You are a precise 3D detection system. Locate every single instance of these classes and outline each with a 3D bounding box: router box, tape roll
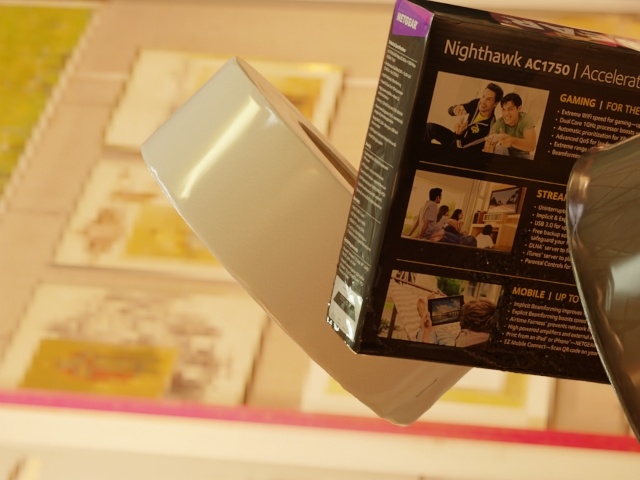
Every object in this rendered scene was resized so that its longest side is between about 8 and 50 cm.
[{"bbox_3d":[0.104,-0.013,0.767,0.046,0.179,0.133,-134,55,-67],"label":"router box"},{"bbox_3d":[0.000,0.000,1.442,0.100,0.286,0.286,-43,-10,4],"label":"tape roll"}]

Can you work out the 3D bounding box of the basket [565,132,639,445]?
[{"bbox_3d":[0.203,-0.004,0.464,0.204,0.227,0.154,22,-136,-57],"label":"basket"}]
